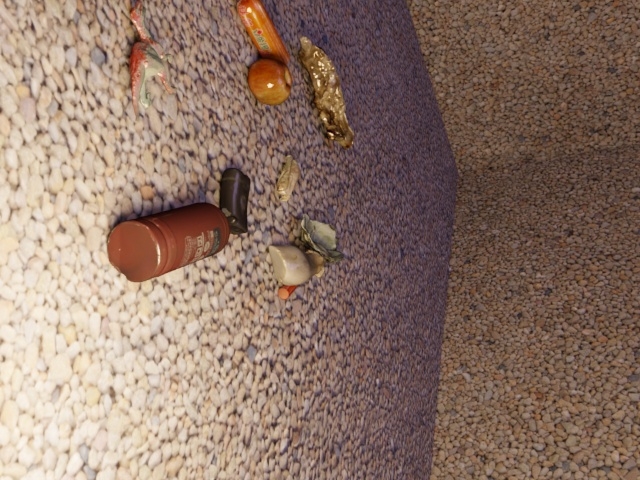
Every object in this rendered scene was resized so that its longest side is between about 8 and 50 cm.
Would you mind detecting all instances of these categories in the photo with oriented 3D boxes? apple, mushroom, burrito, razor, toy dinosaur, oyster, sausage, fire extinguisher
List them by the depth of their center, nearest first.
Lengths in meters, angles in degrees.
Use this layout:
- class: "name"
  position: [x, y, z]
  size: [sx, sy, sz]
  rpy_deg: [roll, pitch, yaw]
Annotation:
- class: "toy dinosaur"
  position: [-0.346, -0.335, 1.390]
  size: [0.242, 0.053, 0.167]
  rpy_deg: [-76, 148, -41]
- class: "fire extinguisher"
  position: [-0.272, -0.002, 1.403]
  size: [0.114, 0.135, 0.337]
  rpy_deg: [41, 23, 10]
- class: "razor"
  position: [-0.198, -0.088, 1.664]
  size: [0.090, 0.054, 0.148]
  rpy_deg: [34, 53, -61]
- class: "apple"
  position: [-0.131, -0.418, 1.869]
  size: [0.126, 0.102, 0.126]
  rpy_deg: [-8, 90, -68]
- class: "sausage"
  position: [-0.158, -0.557, 1.890]
  size: [0.234, 0.071, 0.071]
  rpy_deg: [57, 33, -45]
- class: "mushroom"
  position: [-0.052, 0.064, 1.891]
  size: [0.225, 0.093, 0.116]
  rpy_deg: [6, 54, -51]
- class: "sausage"
  position: [-0.076, 0.117, 1.924]
  size: [0.129, 0.034, 0.034]
  rpy_deg: [-48, 127, -61]
- class: "burrito"
  position: [-0.088, -0.170, 1.973]
  size: [0.055, 0.041, 0.149]
  rpy_deg: [48, 38, -33]
- class: "oyster"
  position: [0.003, -0.002, 2.083]
  size: [0.199, 0.087, 0.252]
  rpy_deg: [56, 9, -9]
- class: "oyster"
  position: [0.016, -0.485, 2.279]
  size: [0.204, 0.111, 0.396]
  rpy_deg: [-94, 165, -60]
